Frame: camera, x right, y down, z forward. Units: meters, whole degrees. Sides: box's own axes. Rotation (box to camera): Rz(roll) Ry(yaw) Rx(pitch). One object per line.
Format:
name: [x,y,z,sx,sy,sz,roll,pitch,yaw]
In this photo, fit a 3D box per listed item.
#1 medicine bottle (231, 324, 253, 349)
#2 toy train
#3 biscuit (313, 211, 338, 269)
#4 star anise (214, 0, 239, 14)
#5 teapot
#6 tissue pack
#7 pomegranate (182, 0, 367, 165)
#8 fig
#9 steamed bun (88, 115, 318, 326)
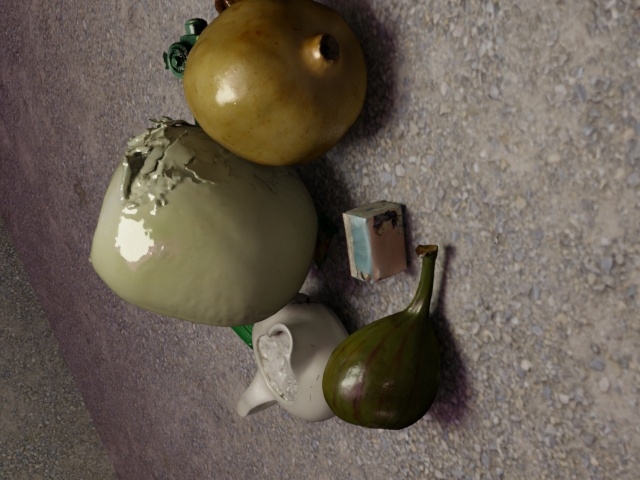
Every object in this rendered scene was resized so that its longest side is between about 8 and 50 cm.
medicine bottle: [-0.186,0.101,1.439,0.309,0.076,0.111,40,136,40]
toy train: [-0.158,-0.233,1.230,0.157,0.105,0.253,10,115,40]
biscuit: [0.000,0.000,1.164,0.046,0.016,0.089,53,142,29]
star anise: [-0.142,-0.404,1.155,0.168,0.057,0.168,28,125,49]
teapot: [-0.044,0.198,1.195,0.208,0.166,0.300,46,135,16]
tissue pack: [0.073,0.002,1.001,0.058,0.074,0.094,14,119,50]
pomegranate: [-0.055,-0.205,0.972,0.233,0.233,0.233,30,128,47]
fig: [0.099,0.120,0.990,0.151,0.151,0.259,26,100,49]
steamed bun: [-0.150,-0.041,1.089,0.334,0.312,0.233,-98,25,-59]
